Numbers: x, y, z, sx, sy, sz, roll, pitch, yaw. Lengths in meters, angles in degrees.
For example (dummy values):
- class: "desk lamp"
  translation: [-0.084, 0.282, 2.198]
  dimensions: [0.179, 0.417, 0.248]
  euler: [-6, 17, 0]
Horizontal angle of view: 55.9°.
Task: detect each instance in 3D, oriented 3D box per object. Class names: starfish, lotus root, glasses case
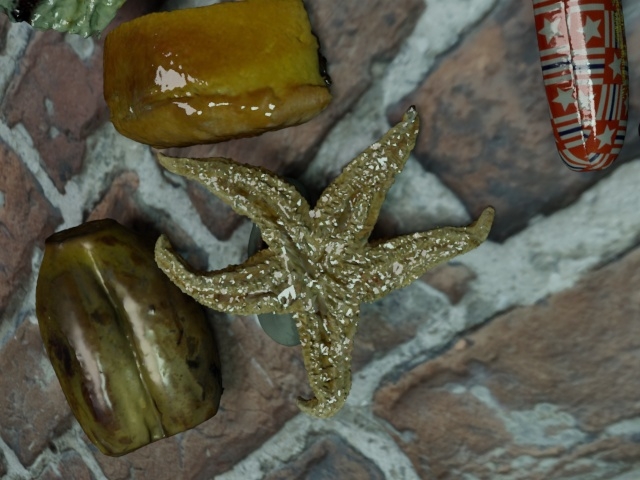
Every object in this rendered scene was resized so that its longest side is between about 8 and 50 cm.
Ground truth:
- class: "starfish"
  translation: [0.001, 0.000, 0.571]
  dimensions: [0.303, 0.060, 0.299]
  euler: [-29, 87, 8]
- class: "lotus root"
  translation: [-0.227, 0.110, 0.721]
  dimensions: [0.193, 0.193, 0.290]
  euler: [-20, 93, 35]
- class: "glasses case"
  translation: [0.189, -0.145, 0.431]
  dimensions: [0.049, 0.073, 0.194]
  euler: [-3, 107, 38]

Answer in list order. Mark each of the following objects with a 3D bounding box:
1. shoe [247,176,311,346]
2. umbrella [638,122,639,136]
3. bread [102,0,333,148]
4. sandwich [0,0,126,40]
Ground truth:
- class: "shoe"
  translation: [-0.051, 0.031, 0.643]
  dimensions: [0.079, 0.078, 0.195]
  euler: [13, 110, 26]
- class: "umbrella"
  translation: [0.330, -0.140, 0.301]
  dimensions: [0.106, 0.113, 0.357]
  euler: [56, 142, 11]
- class: "bread"
  translation: [-0.130, -0.154, 0.586]
  dimensions: [0.260, 0.134, 0.129]
  euler: [-2, 106, 32]
- class: "sandwich"
  translation: [-0.266, -0.351, 0.549]
  dimensions: [0.262, 0.131, 0.325]
  euler: [-7, 88, 33]
